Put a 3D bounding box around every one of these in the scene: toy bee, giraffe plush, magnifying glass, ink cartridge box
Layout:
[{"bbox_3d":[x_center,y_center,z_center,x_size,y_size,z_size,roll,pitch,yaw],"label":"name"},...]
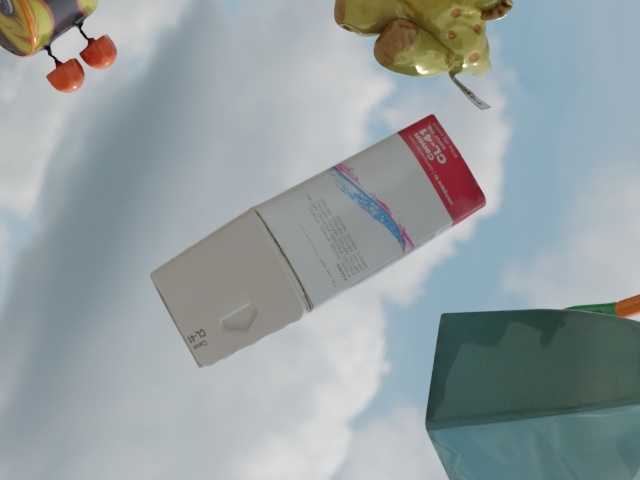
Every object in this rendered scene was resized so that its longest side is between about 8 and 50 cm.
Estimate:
[{"bbox_3d":[-0.201,-0.156,0.940,0.195,0.162,0.298,-31,-160,-7],"label":"toy bee"},{"bbox_3d":[0.145,-0.272,1.759,0.170,0.210,0.181,-58,173,29],"label":"giraffe plush"},{"bbox_3d":[0.363,0.099,2.058,0.231,0.026,0.092,-24,-163,32],"label":"magnifying glass"},{"bbox_3d":[0.000,0.000,1.766,0.306,0.131,0.226,-27,178,-42],"label":"ink cartridge box"}]

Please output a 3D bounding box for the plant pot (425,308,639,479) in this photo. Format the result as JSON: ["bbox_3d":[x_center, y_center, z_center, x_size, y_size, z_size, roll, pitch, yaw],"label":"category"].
[{"bbox_3d":[0.253,0.173,1.688,0.234,0.165,0.165,-10,-139,21],"label":"plant pot"}]
